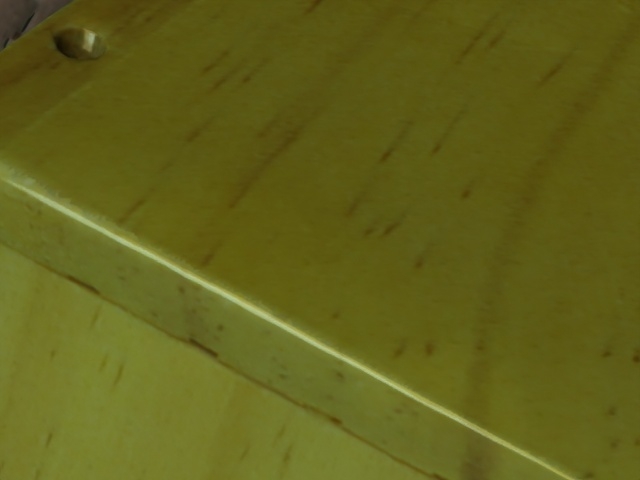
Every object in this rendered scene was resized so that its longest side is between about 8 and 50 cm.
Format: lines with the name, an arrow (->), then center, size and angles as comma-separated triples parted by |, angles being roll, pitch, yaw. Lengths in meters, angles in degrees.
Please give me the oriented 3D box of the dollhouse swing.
dollhouse swing -> 0.054, 0.113, 0.628 | 0.346, 0.315, 0.305 | 27, 132, 18
